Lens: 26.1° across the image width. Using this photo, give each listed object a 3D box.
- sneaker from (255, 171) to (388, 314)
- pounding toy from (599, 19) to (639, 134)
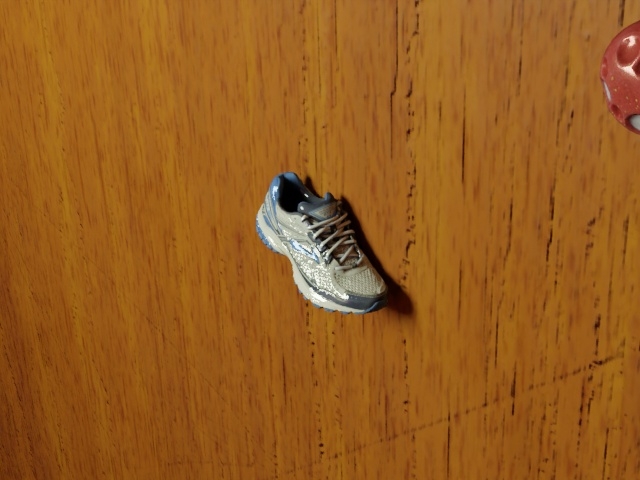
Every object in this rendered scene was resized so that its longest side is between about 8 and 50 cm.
[{"bbox_3d":[0.000,0.000,0.966,0.135,0.052,0.058,42,137,35],"label":"sneaker"},{"bbox_3d":[0.196,-0.090,0.545,0.237,0.110,0.182,30,133,46],"label":"pounding toy"}]
